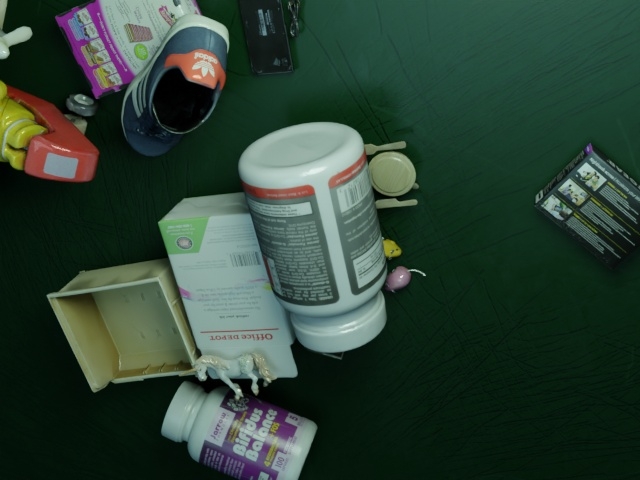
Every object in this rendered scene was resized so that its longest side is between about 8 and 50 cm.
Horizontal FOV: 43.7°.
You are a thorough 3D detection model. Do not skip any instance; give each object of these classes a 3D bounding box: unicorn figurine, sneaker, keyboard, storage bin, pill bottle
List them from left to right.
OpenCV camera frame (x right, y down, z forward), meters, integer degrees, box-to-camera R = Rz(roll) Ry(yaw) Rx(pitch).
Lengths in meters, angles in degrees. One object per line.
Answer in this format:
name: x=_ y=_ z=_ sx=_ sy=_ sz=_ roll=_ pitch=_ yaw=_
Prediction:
storage bin: x=-0.377 y=0.180 z=1.654 sx=0.262 sy=0.123 sz=0.260 roll=-10 pitch=113 yaw=20
sneaker: x=-0.259 y=-0.218 z=1.351 sx=0.131 sy=0.148 sz=0.350 roll=12 pitch=147 yaw=-22
unicorn figurine: x=-0.171 y=0.255 z=1.542 sx=0.162 sy=0.060 sz=0.111 roll=-26 pitch=108 yaw=10
pill bottle: x=-0.172 y=0.408 z=1.684 sx=0.302 sy=0.169 sz=0.169 roll=21 pitch=120 yaw=4
keyboard: x=-0.079 y=-0.372 z=1.350 sx=0.108 sy=0.023 sz=0.180 roll=1 pitch=117 yaw=23
pill bottle: x=0.000 y=0.000 z=1.369 sx=0.210 sy=0.210 sz=0.363 roll=-3 pitch=121 yaw=17

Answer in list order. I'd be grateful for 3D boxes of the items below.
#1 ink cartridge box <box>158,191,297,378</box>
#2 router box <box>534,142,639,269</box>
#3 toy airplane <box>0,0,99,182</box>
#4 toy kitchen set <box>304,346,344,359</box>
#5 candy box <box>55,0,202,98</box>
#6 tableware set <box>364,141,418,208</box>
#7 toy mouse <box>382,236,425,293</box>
ink cartridge box: x=-0.154 y=0.091 z=1.546 sx=0.207 sy=0.119 sz=0.353 roll=-4 pitch=115 yaw=18
router box: x=0.471 y=-0.055 z=1.337 sx=0.179 sy=0.046 sz=0.133 roll=39 pitch=119 yaw=-6
toy airplane: x=-0.629 y=-0.231 z=1.432 sx=0.384 sy=0.272 sz=0.386 roll=-15 pitch=110 yaw=22
toy kitchen set: x=0.014 y=0.190 z=1.583 sx=0.075 sy=0.083 sz=0.068 roll=15 pitch=78 yaw=8
candy box: x=-0.320 y=-0.362 z=1.394 sx=0.233 sy=0.071 sz=0.159 roll=-14 pitch=112 yaw=22
tableware set: x=0.077 y=-0.118 z=1.423 sx=0.194 sy=0.039 sz=0.128 roll=-4 pitch=121 yaw=19
toy mouse: x=0.111 y=0.065 z=1.509 sx=0.161 sy=0.031 sz=0.143 roll=22 pitch=120 yaw=4
